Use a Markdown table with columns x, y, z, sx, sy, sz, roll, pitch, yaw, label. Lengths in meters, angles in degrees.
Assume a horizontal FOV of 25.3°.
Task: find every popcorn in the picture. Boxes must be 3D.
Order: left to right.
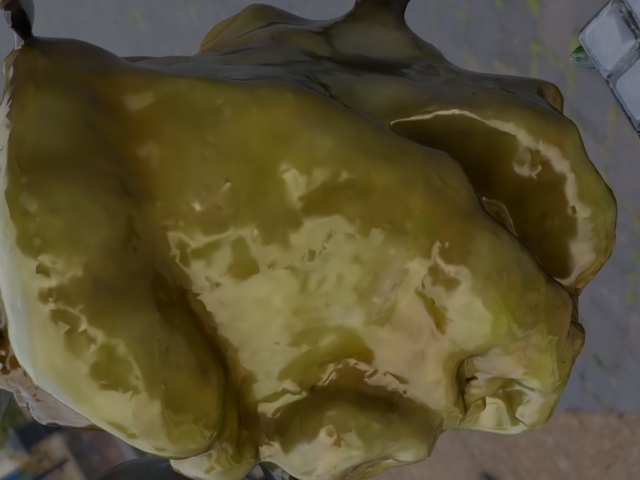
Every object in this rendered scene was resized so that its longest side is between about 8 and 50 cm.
| x | y | z | sx | sy | sz | roll | pitch | yaw | label |
| --- | --- | --- | --- | --- | --- | --- | --- | --- | --- |
| -0.025 | 0.003 | 0.681 | 0.297 | 0.315 | 0.281 | -139 | 43 | -61 | popcorn |

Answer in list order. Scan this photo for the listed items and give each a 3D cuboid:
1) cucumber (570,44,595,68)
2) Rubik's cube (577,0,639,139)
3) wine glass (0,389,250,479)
| x | y | z | sx | sy | sz | roll | pitch | yaw | label |
| --- | --- | --- | --- | --- | --- | --- | --- | --- | --- |
| 0.313 | -0.172 | 1.262 | 0.033 | 0.184 | 0.036 | -89 | -6 | -53 | cucumber |
| 0.364 | -0.123 | 0.972 | 0.237 | 0.237 | 0.238 | -47 | 58 | 42 | Rubik's cube |
| -0.143 | 0.227 | 0.919 | 0.323 | 0.238 | 0.238 | 31 | 157 | 15 | wine glass |
